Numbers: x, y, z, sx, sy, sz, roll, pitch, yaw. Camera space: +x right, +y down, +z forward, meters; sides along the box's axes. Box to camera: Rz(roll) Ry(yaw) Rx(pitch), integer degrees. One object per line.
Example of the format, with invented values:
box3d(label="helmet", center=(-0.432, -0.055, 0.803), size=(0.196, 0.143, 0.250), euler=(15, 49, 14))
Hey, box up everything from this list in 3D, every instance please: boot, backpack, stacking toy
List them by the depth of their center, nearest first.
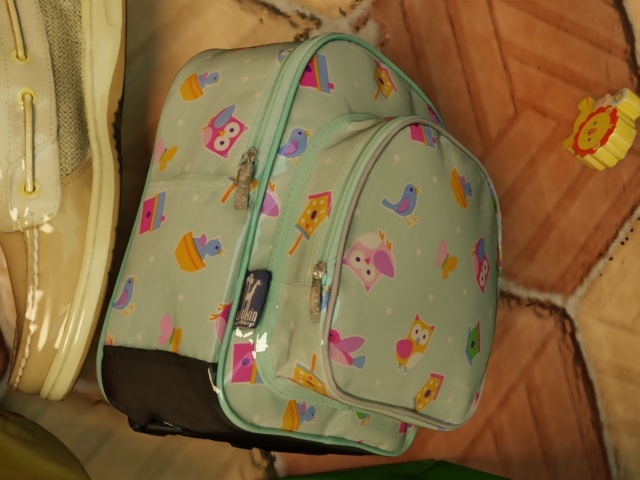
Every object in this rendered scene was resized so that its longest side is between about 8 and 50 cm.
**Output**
box3d(label="boot", center=(-0.171, -0.040, 0.384), size=(0.165, 0.077, 0.213), euler=(5, 78, -26))
box3d(label="backpack", center=(0.000, 0.000, 0.419), size=(0.166, 0.145, 0.188), euler=(25, 63, -49))
box3d(label="stacking toy", center=(0.269, -0.109, 0.615), size=(0.167, 0.052, 0.221), euler=(30, 73, -21))

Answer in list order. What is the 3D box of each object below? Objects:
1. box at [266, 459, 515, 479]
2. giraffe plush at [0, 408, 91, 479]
box3d(label="box", center=(0.076, 0.229, 0.377), size=(0.127, 0.262, 0.231), euler=(1, 86, -25))
box3d(label="giraffe plush", center=(-0.156, 0.160, 0.331), size=(0.210, 0.181, 0.170), euler=(26, 86, -4))
